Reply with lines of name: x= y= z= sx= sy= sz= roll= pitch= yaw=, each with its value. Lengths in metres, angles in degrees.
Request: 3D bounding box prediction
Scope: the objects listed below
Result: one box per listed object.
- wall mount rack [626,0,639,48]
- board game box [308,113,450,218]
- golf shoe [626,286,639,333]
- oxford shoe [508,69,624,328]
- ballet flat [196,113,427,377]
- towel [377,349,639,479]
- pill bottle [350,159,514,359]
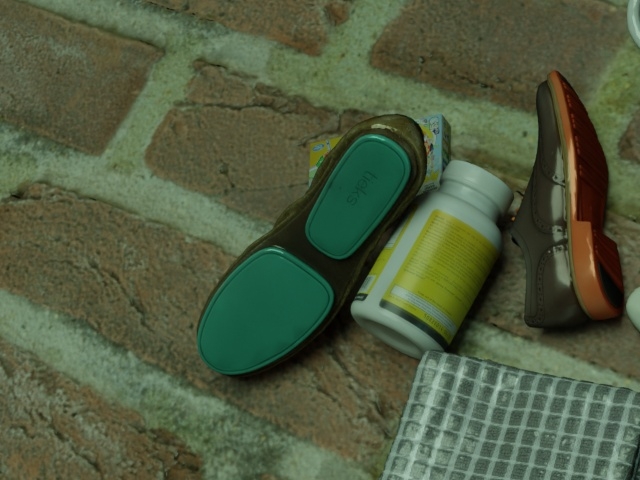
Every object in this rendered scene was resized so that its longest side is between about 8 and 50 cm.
wall mount rack: x=0.445 y=-0.246 z=1.584 sx=0.350 sy=0.130 sz=0.304 roll=-29 pitch=68 yaw=25
board game box: x=0.061 y=-0.069 z=1.779 sx=0.154 sy=0.026 sz=0.103 roll=-12 pitch=58 yaw=23
golf shoe: x=0.350 y=0.073 z=1.499 sx=0.186 sy=0.086 sz=0.067 roll=21 pitch=76 yaw=38
oxford shoe: x=0.222 y=-0.043 z=1.634 sx=0.098 sy=0.097 sz=0.271 roll=-18 pitch=55 yaw=27
ballet flat: x=0.000 y=0.000 z=1.696 sx=0.116 sy=0.124 sz=0.342 roll=37 pitch=118 yaw=3
towel: x=0.164 y=0.240 z=1.483 sx=0.235 sy=0.121 sz=0.283 roll=6 pitch=66 yaw=31
pill bottle: x=0.114 y=0.018 z=1.650 sx=0.103 sy=0.103 sz=0.184 roll=22 pitch=75 yaw=36
